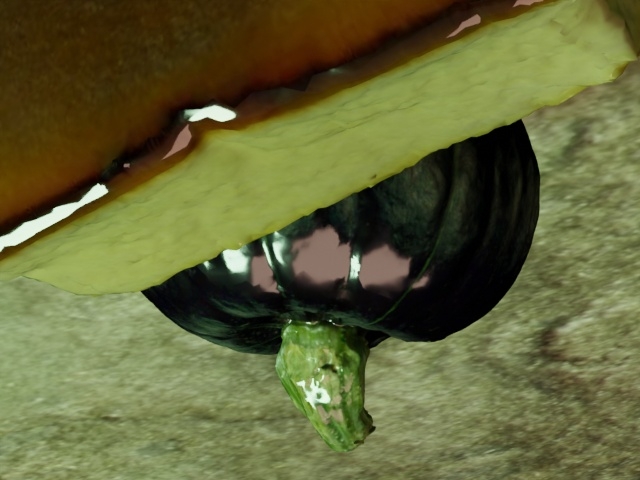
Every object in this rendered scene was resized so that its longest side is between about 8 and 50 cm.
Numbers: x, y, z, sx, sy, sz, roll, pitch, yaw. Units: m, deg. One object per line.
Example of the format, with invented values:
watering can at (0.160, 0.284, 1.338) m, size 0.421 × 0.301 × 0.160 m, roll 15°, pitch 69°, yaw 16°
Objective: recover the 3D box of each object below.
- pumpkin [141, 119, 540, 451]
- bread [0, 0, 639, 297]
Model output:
pumpkin at (0.000, 0.000, 1.273) m, size 0.296 × 0.296 × 0.296 m, roll -9°, pitch 157°, yaw -4°
bread at (-0.044, -0.171, 0.803) m, size 0.323 × 0.333 × 0.143 m, roll -27°, pitch 155°, yaw 30°
